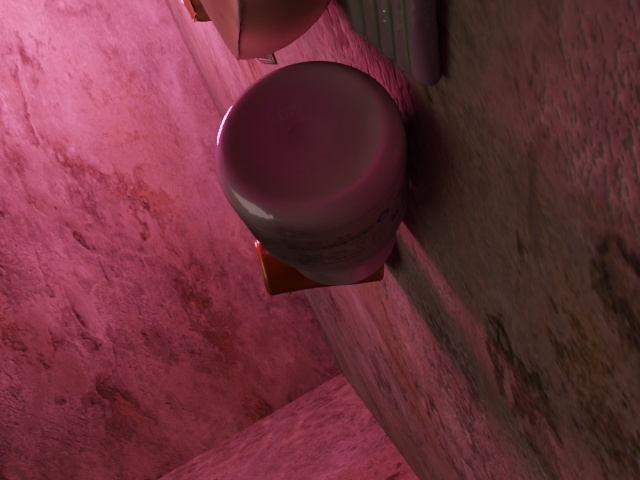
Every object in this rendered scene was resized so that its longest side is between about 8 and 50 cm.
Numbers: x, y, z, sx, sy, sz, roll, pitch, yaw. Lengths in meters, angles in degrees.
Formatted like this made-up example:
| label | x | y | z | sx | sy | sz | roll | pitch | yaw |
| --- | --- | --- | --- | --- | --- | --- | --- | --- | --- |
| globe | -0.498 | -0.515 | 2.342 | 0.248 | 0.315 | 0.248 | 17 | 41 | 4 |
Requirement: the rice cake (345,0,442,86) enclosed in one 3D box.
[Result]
| label | x | y | z | sx | sy | sz | roll | pitch | yaw |
| --- | --- | --- | --- | --- | --- | --- | --- | --- | --- |
| rice cake | 0.068 | -0.285 | 0.526 | 0.189 | 0.037 | 0.198 | 57 | 168 | 33 |

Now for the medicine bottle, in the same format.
| label | x | y | z | sx | sy | sz | roll | pitch | yaw |
| --- | --- | --- | --- | --- | --- | --- | --- | --- | --- |
| medicine bottle | 0.007 | -0.075 | 0.772 | 0.256 | 0.256 | 0.325 | 58 | 177 | 25 |

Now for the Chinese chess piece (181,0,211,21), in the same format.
| label | x | y | z | sx | sy | sz | roll | pitch | yaw |
| --- | --- | --- | --- | --- | --- | --- | --- | --- | --- |
| Chinese chess piece | -0.305 | -0.661 | 1.215 | 0.257 | 0.104 | 0.257 | 156 | 90 | -81 |

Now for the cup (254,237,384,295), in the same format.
| label | x | y | z | sx | sy | sz | roll | pitch | yaw |
| --- | --- | --- | --- | --- | --- | --- | --- | --- | --- |
| cup | 0.000 | 0.000 | 1.044 | 0.182 | 0.263 | 0.226 | -120 | 17 | -66 |

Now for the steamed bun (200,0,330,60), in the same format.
| label | x | y | z | sx | sy | sz | roll | pitch | yaw |
| --- | --- | --- | --- | --- | --- | --- | --- | --- | --- |
| steamed bun | -0.070 | -0.357 | 0.670 | 0.146 | 0.164 | 0.241 | 61 | 169 | 0 |

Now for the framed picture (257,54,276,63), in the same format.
| label | x | y | z | sx | sy | sz | roll | pitch | yaw |
| --- | --- | --- | --- | --- | --- | --- | --- | --- | --- |
| framed picture | -0.160 | -0.503 | 1.190 | 0.142 | 0.011 | 0.183 | 44 | 159 | 61 |
